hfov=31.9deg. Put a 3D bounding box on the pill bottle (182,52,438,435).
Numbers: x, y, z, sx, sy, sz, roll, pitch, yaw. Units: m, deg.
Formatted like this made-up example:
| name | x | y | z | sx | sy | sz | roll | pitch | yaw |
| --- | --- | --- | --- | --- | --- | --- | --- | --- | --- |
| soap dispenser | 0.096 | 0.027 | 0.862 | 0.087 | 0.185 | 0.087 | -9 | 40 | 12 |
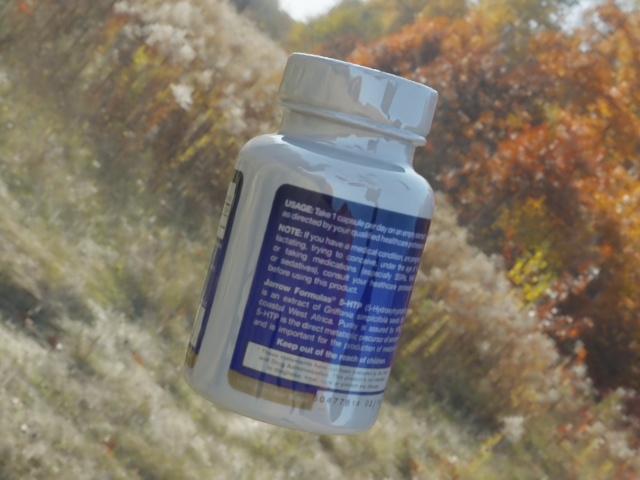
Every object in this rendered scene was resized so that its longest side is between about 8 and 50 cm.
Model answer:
| name | x | y | z | sx | sy | sz | roll | pitch | yaw |
| --- | --- | --- | --- | --- | --- | --- | --- | --- | --- |
| pill bottle | 0.000 | 0.000 | 0.606 | 0.112 | 0.186 | 0.112 | 15 | 5 | -1 |
